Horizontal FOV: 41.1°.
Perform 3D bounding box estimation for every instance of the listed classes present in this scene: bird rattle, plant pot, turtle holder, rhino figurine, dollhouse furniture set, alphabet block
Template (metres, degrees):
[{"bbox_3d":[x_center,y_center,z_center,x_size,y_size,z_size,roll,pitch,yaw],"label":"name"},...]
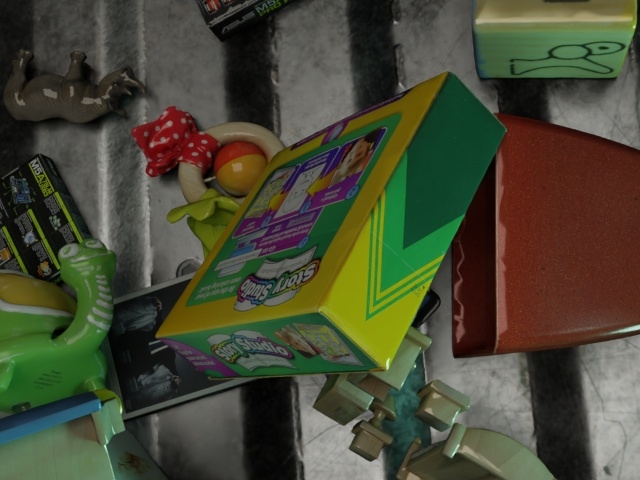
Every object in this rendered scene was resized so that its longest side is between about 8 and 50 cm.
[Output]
[{"bbox_3d":[-0.147,-0.095,1.243,0.206,0.143,0.254,-17,55,-10],"label":"bird rattle"},{"bbox_3d":[0.301,0.012,1.048,0.235,0.267,0.267,2,81,-1],"label":"plant pot"},{"bbox_3d":[-0.422,0.144,1.169,0.227,0.243,0.320,62,139,34],"label":"turtle holder"},{"bbox_3d":[-0.383,-0.233,1.324,0.243,0.073,0.106,4,78,12],"label":"rhino figurine"},{"bbox_3d":[0.195,0.199,0.997,0.355,0.303,0.174,30,65,0],"label":"dollhouse furniture set"},{"bbox_3d":[0.306,-0.333,1.126,0.197,0.192,0.194,3,83,12],"label":"alphabet block"},{"bbox_3d":[-0.324,0.319,0.877,0.303,0.198,0.287,-18,98,-23],"label":"dollhouse furniture set"}]

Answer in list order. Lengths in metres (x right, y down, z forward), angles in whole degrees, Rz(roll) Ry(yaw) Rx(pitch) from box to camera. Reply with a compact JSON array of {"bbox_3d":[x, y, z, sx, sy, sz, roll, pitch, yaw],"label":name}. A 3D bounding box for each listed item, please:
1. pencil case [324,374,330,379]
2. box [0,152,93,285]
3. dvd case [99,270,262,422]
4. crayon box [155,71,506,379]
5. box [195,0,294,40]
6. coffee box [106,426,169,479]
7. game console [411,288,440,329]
[{"bbox_3d":[0.022,0.167,1.170,0.070,0.064,0.152,-36,75,-4],"label":"pencil case"},{"bbox_3d":[-0.460,-0.008,1.319,0.184,0.045,0.191,-33,75,3],"label":"box"},{"bbox_3d":[-0.217,0.149,1.245,0.238,0.029,0.179,-19,78,10],"label":"dvd case"},{"bbox_3d":[0.000,0.000,0.974,0.106,0.363,0.313,41,62,-21],"label":"crayon box"},{"bbox_3d":[-0.122,-0.476,1.312,0.216,0.060,0.270,-27,76,8],"label":"box"},{"bbox_3d":[-0.336,0.468,1.058,0.338,0.337,0.334,-44,74,3],"label":"coffee box"},{"bbox_3d":[0.070,0.078,1.166,0.144,0.124,0.085,44,120,16],"label":"game console"}]
